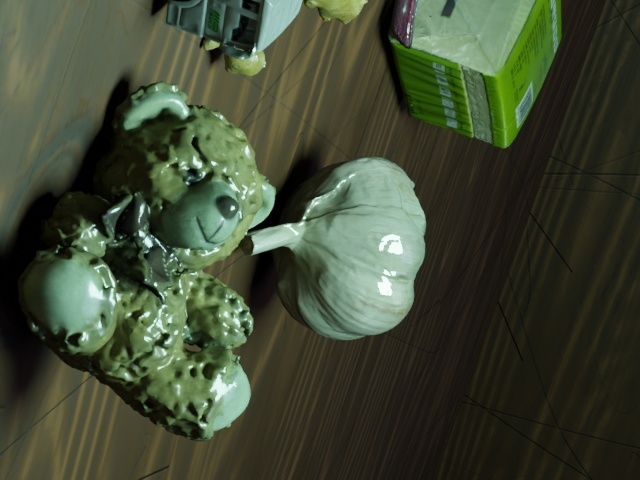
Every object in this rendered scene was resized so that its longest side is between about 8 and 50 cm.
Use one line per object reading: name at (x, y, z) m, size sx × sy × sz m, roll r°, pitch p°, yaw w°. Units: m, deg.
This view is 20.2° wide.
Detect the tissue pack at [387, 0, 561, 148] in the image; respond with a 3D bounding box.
tissue pack at (0.201, -0.265, 2.278) m, size 0.275 × 0.167 × 0.200 m, roll 61°, pitch 52°, yaw -71°

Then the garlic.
garlic at (0.000, 0.000, 2.020) m, size 0.212 × 0.218 × 0.219 m, roll 11°, pitch 105°, yaw -37°

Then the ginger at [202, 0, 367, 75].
ginger at (-0.023, -0.229, 1.644) m, size 0.193 × 0.052 × 0.176 m, roll -56°, pitch 149°, yaw -2°

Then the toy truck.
toy truck at (-0.052, -0.268, 1.423) m, size 0.101 × 0.125 × 0.242 m, roll -53°, pitch 162°, yaw -46°

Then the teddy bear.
teddy bear at (-0.134, 0.006, 1.499) m, size 0.267 × 0.156 × 0.256 m, roll 45°, pitch 71°, yaw -44°

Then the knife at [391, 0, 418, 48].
knife at (0.140, -0.362, 2.133) m, size 0.123 × 0.053 × 0.278 m, roll 22°, pitch 92°, yaw -81°
